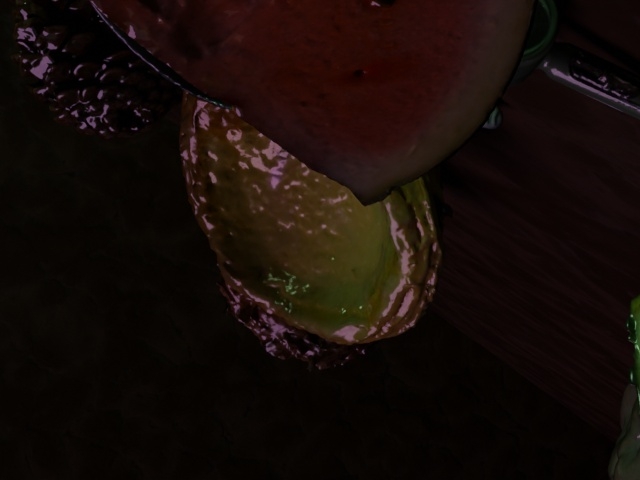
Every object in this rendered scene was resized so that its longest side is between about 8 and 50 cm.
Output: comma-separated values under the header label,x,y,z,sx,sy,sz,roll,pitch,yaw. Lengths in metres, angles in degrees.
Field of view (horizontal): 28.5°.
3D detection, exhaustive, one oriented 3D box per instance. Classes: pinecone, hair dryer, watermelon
label,x,y,z,sx,sy,sz,roll,pitch,yaw
pinecone,-0.222,-0.206,1.288,0.204,0.179,0.184,63,-179,31
hair dryer,0.147,-0.088,0.669,0.150,0.047,0.071,23,178,3
watermelon,-0.021,-0.161,0.510,0.303,0.159,0.128,36,-155,-40

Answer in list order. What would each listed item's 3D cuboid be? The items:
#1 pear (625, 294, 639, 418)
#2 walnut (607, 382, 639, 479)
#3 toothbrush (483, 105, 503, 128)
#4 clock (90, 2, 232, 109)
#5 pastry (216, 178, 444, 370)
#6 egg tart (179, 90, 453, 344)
label,x,y,z,sx,sy,sz,roll,pitch,yaw
pear,0.319,0.148,0.729,0.292,0.292,0.159,35,144,-13
walnut,0.345,0.186,1.070,0.224,0.224,0.224,34,176,2
toothbrush,-0.026,-0.188,0.893,0.375,0.028,0.037,34,-176,-5
clock,-0.082,-0.173,0.893,0.215,0.042,0.215,26,154,14
pastry,0.000,0.000,1.286,0.193,0.274,0.275,8,159,42
egg tart,0.006,-0.059,1.060,0.294,0.123,0.294,23,127,33
